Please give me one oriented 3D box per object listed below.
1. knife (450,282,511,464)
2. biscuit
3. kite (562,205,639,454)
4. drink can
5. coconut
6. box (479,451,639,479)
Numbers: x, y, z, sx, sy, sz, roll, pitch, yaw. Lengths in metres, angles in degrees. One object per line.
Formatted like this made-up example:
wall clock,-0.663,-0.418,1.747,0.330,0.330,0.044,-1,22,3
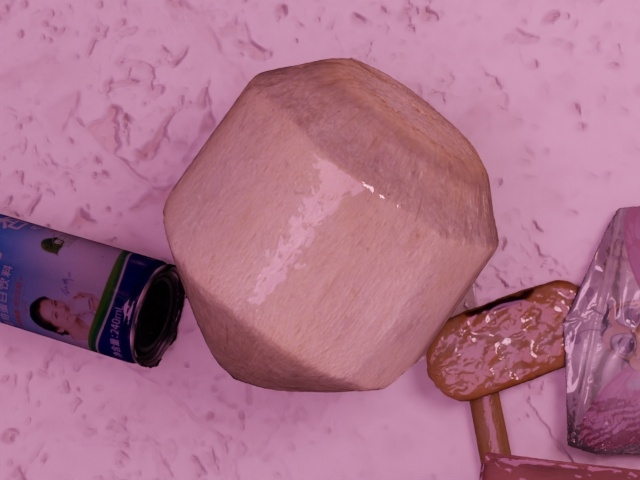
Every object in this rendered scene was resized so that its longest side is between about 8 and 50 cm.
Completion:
knife,0.115,0.068,1.454,0.047,0.017,0.298,-11,90,26
biscuit,0.154,0.081,1.426,0.147,0.018,0.071,-21,86,6
kite,0.364,0.100,1.361,0.360,0.022,0.204,14,94,17
drink can,-0.240,0.036,1.542,0.235,0.097,0.097,16,98,19
coconut,0.000,0.000,1.375,0.237,0.237,0.266,36,103,15
box,0.234,0.216,1.318,0.215,0.215,0.086,5,81,21
